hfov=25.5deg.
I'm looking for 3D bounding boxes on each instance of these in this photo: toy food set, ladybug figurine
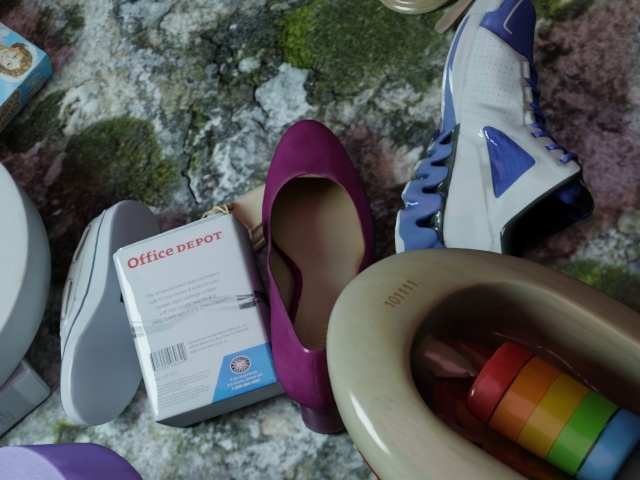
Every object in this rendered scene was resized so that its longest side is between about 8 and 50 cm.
[{"bbox_3d":[0.126,-0.329,1.712,0.132,0.038,0.192,-46,62,-1],"label":"toy food set"},{"bbox_3d":[0.201,0.184,1.265,0.449,0.162,0.305,35,53,21],"label":"ladybug figurine"}]

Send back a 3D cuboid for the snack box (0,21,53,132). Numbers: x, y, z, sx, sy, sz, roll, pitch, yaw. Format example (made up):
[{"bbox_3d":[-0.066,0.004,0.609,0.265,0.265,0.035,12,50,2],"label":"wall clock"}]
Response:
[{"bbox_3d":[-0.512,-0.157,1.781,0.187,0.060,0.322,34,72,12],"label":"snack box"}]

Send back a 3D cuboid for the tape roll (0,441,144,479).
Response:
[{"bbox_3d":[-0.257,0.331,1.340,0.275,0.090,0.274,-4,84,45],"label":"tape roll"}]

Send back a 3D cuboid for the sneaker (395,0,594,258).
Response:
[{"bbox_3d":[0.211,-0.098,1.499,0.182,0.127,0.315,12,72,21],"label":"sneaker"}]

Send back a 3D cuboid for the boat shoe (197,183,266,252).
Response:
[{"bbox_3d":[-0.110,-0.008,1.588,0.170,0.059,0.063,-41,56,-6],"label":"boat shoe"}]

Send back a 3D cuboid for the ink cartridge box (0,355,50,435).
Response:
[{"bbox_3d":[-0.492,0.155,1.627,0.261,0.066,0.296,-41,56,-8],"label":"ink cartridge box"}]

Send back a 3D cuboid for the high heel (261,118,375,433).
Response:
[{"bbox_3d":[0.000,0.000,1.461,0.127,0.181,0.377,-8,60,-1],"label":"high heel"}]

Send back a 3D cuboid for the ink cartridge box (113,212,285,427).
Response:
[{"bbox_3d":[-0.124,0.086,1.495,0.140,0.082,0.190,-19,72,8],"label":"ink cartridge box"}]

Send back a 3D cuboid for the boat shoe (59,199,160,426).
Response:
[{"bbox_3d":[-0.249,0.082,1.571,0.088,0.096,0.267,-19,57,43],"label":"boat shoe"}]

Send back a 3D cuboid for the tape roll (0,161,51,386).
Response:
[{"bbox_3d":[-0.498,0.050,1.590,0.392,0.072,0.392,-5,63,10],"label":"tape roll"}]
